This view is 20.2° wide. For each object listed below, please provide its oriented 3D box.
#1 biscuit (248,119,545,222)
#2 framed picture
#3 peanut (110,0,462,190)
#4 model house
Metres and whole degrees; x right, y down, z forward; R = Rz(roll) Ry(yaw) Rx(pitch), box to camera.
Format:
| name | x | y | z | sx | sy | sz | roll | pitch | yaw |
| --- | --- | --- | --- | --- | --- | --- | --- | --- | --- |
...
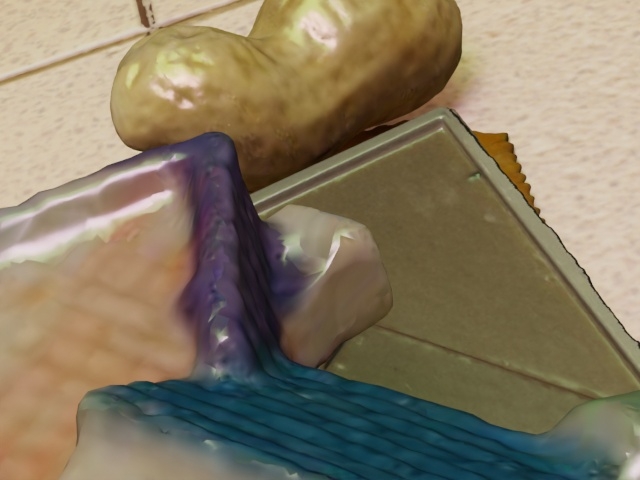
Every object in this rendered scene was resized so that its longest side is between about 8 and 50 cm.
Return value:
| name | x | y | z | sx | sy | sz | roll | pitch | yaw |
| --- | --- | --- | --- | --- | --- | --- | --- | --- | --- |
| biscuit | 0.000 | 0.000 | 0.963 | 0.237 | 0.013 | 0.232 | -12 | 30 | 0 |
| framed picture | 0.036 | 0.067 | 0.828 | 0.211 | 0.020 | 0.289 | -26 | 49 | -9 |
| peanut | -0.014 | -0.092 | 1.006 | 0.229 | 0.098 | 0.103 | -29 | 69 | -31 |
| model house | -0.022 | 0.124 | 0.627 | 0.312 | 0.245 | 0.280 | 15 | 51 | 35 |
